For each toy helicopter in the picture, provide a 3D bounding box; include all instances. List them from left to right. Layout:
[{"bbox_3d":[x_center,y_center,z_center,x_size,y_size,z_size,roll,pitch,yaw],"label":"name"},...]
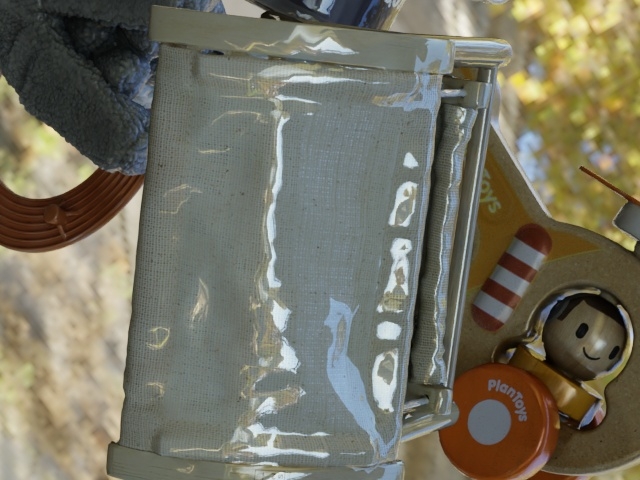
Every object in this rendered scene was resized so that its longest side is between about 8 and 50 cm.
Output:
[{"bbox_3d":[0.161,-0.002,1.331,0.235,0.355,0.140,-33,157,19],"label":"toy helicopter"}]

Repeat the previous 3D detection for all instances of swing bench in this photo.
[{"bbox_3d":[0.000,0.000,1.057,0.165,0.253,0.255,8,-171,12],"label":"swing bench"}]

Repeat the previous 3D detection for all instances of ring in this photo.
[{"bbox_3d":[-0.287,-0.151,1.973,0.337,0.032,0.336,-13,-112,33],"label":"ring"}]

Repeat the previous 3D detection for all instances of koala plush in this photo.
[{"bbox_3d":[-0.152,-0.183,1.544,0.221,0.203,0.196,-16,132,-61],"label":"koala plush"}]

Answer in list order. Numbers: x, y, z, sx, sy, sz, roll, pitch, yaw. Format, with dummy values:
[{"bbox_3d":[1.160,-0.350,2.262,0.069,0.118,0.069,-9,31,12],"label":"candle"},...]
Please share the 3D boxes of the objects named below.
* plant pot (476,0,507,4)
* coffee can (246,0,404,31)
[{"bbox_3d":[0.036,-0.345,1.630,0.274,0.256,0.256,6,-144,20],"label":"plant pot"},{"bbox_3d":[0.029,-0.350,1.895,0.275,0.201,0.201,-63,-161,5],"label":"coffee can"}]
